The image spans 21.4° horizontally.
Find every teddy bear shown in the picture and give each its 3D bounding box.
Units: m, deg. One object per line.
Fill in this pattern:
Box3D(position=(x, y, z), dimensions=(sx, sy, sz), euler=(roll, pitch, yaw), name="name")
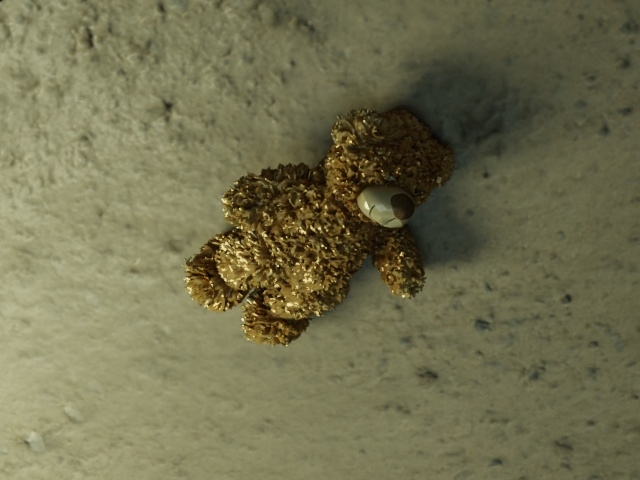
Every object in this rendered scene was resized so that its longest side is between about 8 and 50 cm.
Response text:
Box3D(position=(0.000, 0.000, 1.858), dimensions=(0.338, 0.113, 0.245), euler=(-25, 118, 19), name="teddy bear")
